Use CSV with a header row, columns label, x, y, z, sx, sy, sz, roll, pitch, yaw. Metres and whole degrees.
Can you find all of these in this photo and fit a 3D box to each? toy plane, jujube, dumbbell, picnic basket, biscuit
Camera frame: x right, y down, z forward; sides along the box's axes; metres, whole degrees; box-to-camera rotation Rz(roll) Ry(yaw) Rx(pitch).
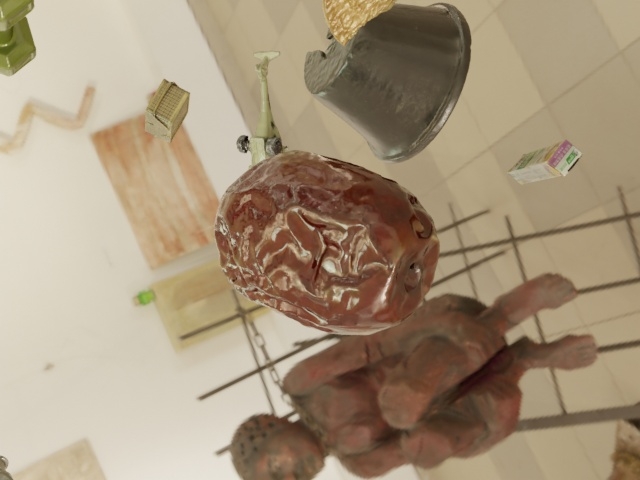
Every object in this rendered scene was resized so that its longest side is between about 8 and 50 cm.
label,x,y,z,sx,sy,sz,roll,pitch,yaw
toy plane,-0.108,-0.232,1.632,0.092,0.108,0.287,7,113,31
jujube,-0.001,-0.002,1.307,0.376,0.276,0.277,20,133,29
dumbbell,-0.529,-0.367,1.327,0.108,0.121,0.302,46,162,-8
picnic basket,-0.412,-0.346,2.178,0.079,0.115,0.164,26,163,-5
biscuit,0.084,-0.465,1.440,0.144,0.224,0.033,42,-172,-29

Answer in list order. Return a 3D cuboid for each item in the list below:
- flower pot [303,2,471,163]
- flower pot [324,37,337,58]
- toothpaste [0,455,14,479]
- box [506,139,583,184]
label,x,y,z,sx,sy,sz,roll,pitch,yaw
flower pot,0.126,-0.380,1.782,0.379,0.251,0.380,-37,43,46
flower pot,0.158,-0.438,2.154,0.213,0.301,0.302,-25,88,36
toothpaste,-0.631,0.531,1.577,0.266,0.096,0.061,-127,29,-53
box,0.366,-0.125,1.331,0.041,0.050,0.207,39,177,-4
